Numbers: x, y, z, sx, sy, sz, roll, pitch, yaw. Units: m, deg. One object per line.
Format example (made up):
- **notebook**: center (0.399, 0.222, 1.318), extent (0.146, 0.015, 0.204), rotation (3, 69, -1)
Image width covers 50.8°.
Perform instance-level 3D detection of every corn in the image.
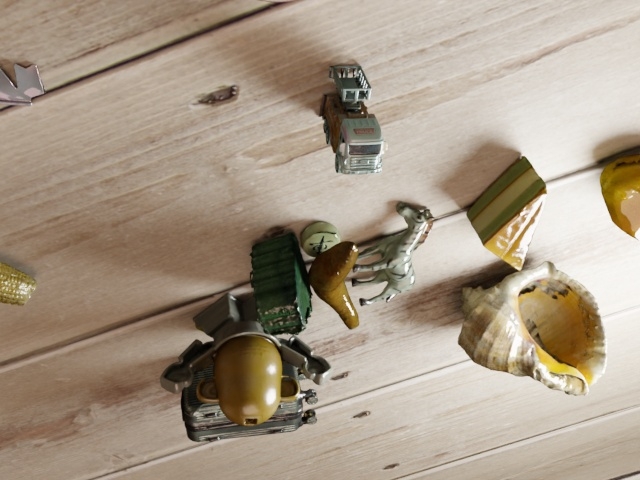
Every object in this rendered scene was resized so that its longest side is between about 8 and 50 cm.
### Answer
- **corn**: center (-0.668, 0.048, 1.246), extent (0.288, 0.087, 0.086), rotation (29, 122, -36)

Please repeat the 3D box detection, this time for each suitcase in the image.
- **suitcase**: center (-0.173, 0.354, 1.588), extent (0.312, 0.202, 0.128), rotation (-5, 125, -8)

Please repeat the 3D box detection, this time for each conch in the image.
- **conch**: center (0.495, 0.200, 1.590), extent (0.352, 0.210, 0.297), rotation (37, 100, -4)

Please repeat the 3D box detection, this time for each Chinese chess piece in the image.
- **Chinese chess piece**: center (0.000, 0.000, 1.393), extent (0.084, 0.034, 0.084), rotation (-7, 137, -6)

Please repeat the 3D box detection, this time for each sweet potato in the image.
- **sweet potato**: center (0.028, 0.090, 1.406), extent (0.079, 0.108, 0.346), rotation (-49, 155, -23)

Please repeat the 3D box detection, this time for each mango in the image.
- **mango**: center (0.681, -0.094, 1.400), extent (0.236, 0.136, 0.166), rotation (18, 114, -22)

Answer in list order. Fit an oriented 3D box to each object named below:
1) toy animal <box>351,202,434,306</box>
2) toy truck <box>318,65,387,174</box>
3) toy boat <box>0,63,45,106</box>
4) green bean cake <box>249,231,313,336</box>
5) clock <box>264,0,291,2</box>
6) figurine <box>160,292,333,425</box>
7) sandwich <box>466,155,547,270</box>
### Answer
- **toy animal**: center (0.139, 0.040, 1.434), extent (0.169, 0.090, 0.255), rotation (-3, 138, -15)
- **toy truck**: center (0.055, -0.195, 1.111), extent (0.080, 0.178, 0.115), rotation (-4, 133, -11)
- **toy boat**: center (-0.592, -0.248, 0.983), extent (0.318, 0.072, 0.219), rotation (-15, 139, -4)
- **green bean cake**: center (-0.074, 0.117, 1.372), extent (0.107, 0.208, 0.193), rotation (-12, 134, 2)
- **clock**: center (-0.049, -0.466, 0.885), extent (0.318, 0.080, 0.319), rotation (-6, 135, -6)
- **figurine**: center (-0.158, 0.258, 1.434), extent (0.342, 0.285, 0.167), rotation (-17, 134, 1)
- **sandwich**: center (0.412, -0.054, 1.384), extent (0.144, 0.117, 0.187), rotation (21, 124, -34)
